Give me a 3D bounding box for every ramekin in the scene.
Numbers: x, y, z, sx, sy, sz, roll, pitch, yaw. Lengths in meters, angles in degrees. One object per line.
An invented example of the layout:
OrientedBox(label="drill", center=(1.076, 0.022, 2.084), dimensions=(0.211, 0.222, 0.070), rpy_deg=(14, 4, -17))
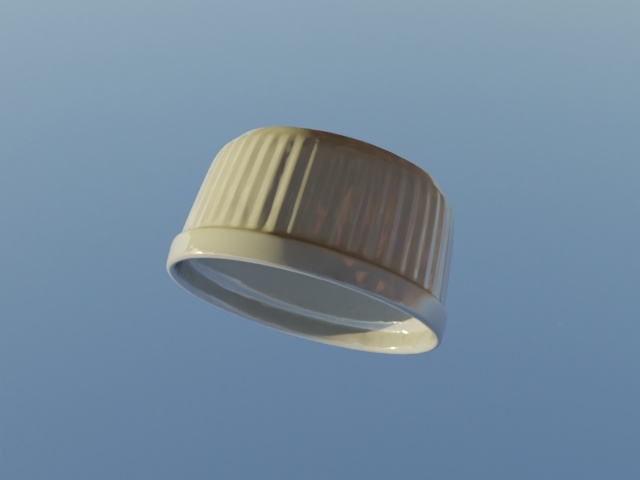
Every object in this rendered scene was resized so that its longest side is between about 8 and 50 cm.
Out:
OrientedBox(label="ramekin", center=(0.000, 0.000, 0.904), dimensions=(0.207, 0.109, 0.207), rpy_deg=(14, 163, 4))
